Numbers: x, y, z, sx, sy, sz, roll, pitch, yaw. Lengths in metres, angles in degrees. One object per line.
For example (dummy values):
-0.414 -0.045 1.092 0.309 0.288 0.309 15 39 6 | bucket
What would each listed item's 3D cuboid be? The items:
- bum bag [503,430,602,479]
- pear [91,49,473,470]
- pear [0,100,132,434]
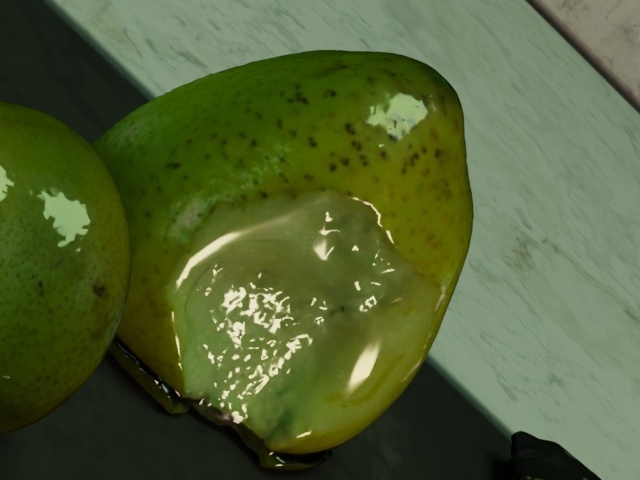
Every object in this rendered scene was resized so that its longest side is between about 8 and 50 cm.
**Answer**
0.183 0.220 1.488 0.106 0.060 0.232 34 20 -8 | bum bag
0.000 0.000 1.279 0.292 0.292 0.159 33 15 -32 | pear
-0.185 0.033 0.994 0.180 0.166 0.216 44 44 -43 | pear
